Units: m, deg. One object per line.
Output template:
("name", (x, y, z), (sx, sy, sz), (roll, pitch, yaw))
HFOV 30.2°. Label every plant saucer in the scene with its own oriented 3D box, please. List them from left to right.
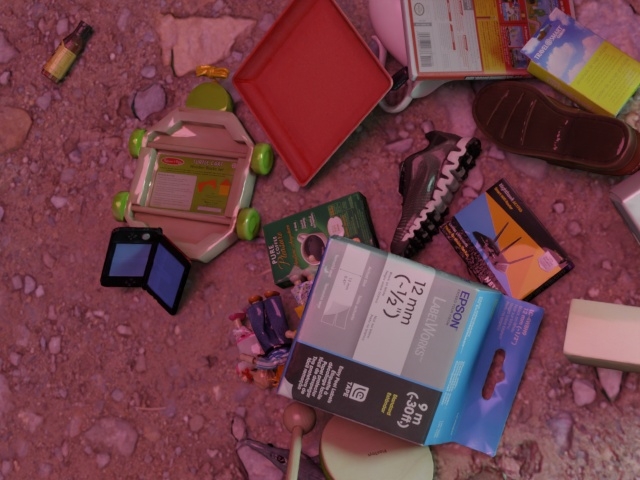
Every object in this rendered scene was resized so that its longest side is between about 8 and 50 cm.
("plant saucer", (-0.008, -0.267, 2.005), (0.258, 0.048, 0.259), (-48, 63, 31))

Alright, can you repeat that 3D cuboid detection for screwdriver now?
("screwdriver", (0.098, -0.240, 1.978), (0.024, 0.025, 0.170), (57, 139, 5))

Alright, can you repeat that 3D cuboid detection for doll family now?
("doll family", (-0.044, 0.151, 1.912), (0.263, 0.118, 0.163), (-25, 69, 12))

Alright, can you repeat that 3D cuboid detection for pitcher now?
("pitcher", (0.140, -0.332, 1.980), (0.178, 0.125, 0.207), (-28, 79, 28))

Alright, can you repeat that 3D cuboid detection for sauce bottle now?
("sauce bottle", (-0.479, -0.359, 2.249), (0.042, 0.042, 0.128), (34, 87, 24))

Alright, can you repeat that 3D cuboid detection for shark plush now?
("shark plush", (-0.046, 0.348, 1.890), (0.161, 0.067, 0.073), (37, 91, 24))

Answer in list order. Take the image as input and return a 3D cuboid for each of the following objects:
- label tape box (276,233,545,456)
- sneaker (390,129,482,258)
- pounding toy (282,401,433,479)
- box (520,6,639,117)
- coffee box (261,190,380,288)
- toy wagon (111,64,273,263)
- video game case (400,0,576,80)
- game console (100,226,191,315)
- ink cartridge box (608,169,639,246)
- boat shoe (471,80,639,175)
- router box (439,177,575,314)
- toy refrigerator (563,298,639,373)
("label tape box", (0.138, 0.163, 1.777), (0.348, 0.115, 0.249), (19, 93, 4))
("sneaker", (0.162, -0.080, 1.923), (0.106, 0.078, 0.234), (27, 83, 27))
("pounding toy", (0.046, 0.354, 1.826), (0.237, 0.110, 0.183), (13, 44, -12))
("box", (0.411, -0.274, 1.861), (0.178, 0.042, 0.109), (36, 72, 10))
("coffee box", (0.000, 0.000, 1.978), (0.184, 0.040, 0.113), (-20, 70, 14))
("toy wagon", (-0.213, -0.136, 2.078), (0.267, 0.068, 0.344), (8, 79, 21))
("video game case", (0.272, -0.355, 1.908), (0.285, 0.025, 0.204), (-2, 74, -10))
("game console", (-0.299, 0.054, 2.015), (0.085, 0.124, 0.144), (-110, 31, -41))
("ink cartridge box", (0.587, -0.056, 1.696), (0.278, 0.117, 0.201), (-33, 95, 9))
("boat shoe", (0.372, -0.162, 1.853), (0.307, 0.104, 0.110), (31, 98, 42))
("router box", (0.292, 0.010, 1.865), (0.133, 0.046, 0.179), (-39, 67, 7))
("toy refrigerator", (0.500, 0.147, 1.724), (0.269, 0.102, 0.094), (6, 79, 22))
